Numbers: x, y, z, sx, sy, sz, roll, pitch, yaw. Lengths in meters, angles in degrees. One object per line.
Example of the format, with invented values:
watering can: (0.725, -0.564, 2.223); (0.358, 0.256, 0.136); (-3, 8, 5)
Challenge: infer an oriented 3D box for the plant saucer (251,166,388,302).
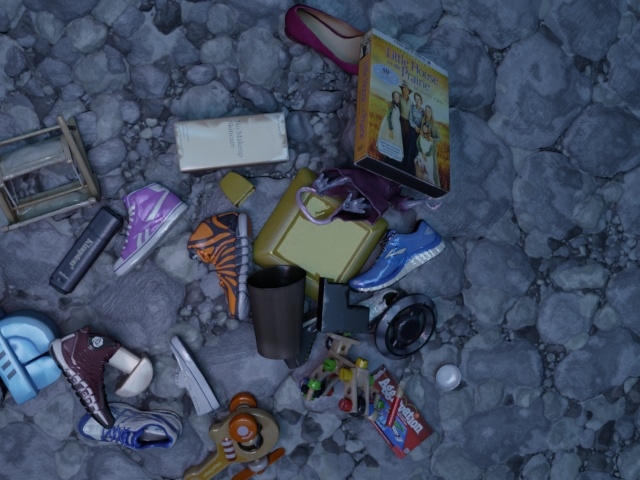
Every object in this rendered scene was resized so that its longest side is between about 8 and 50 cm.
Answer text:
plant saucer: (0.000, 0.000, 1.805); (0.333, 0.081, 0.333); (33, 88, -10)

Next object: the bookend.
bookend: (0.073, 0.190, 1.753); (0.156, 0.072, 0.157); (3, 90, -13)

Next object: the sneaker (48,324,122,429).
sneaker: (-0.586, 0.353, 1.604); (0.162, 0.106, 0.281); (-34, 102, -31)

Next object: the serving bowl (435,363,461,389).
serving bowl: (0.409, 0.438, 1.930); (0.083, 0.027, 0.083); (-1, 95, -8)

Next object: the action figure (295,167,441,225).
action figure: (0.161, -0.135, 1.742); (0.370, 0.276, 0.248); (-21, 81, -50)

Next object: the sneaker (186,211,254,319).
sneaker: (-0.288, 0.077, 1.730); (0.180, 0.124, 0.321); (-5, 70, 5)

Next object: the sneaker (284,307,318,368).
sneaker: (-0.034, 0.294, 1.829); (0.222, 0.083, 0.118); (-31, 103, 5)

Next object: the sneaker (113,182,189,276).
sneaker: (-0.528, -0.040, 1.715); (0.161, 0.102, 0.282); (39, 77, -6)

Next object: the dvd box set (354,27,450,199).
dvd box set: (0.238, -0.354, 1.677); (0.307, 0.062, 0.420); (20, 63, -30)

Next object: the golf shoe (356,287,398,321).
golf shoe: (0.166, 0.202, 1.824); (0.176, 0.086, 0.069); (-42, 104, -20)

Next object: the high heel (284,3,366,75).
high heel: (0.076, -0.568, 1.718); (0.377, 0.181, 0.127); (12, 92, -10)

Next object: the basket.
basket: (-0.119, 0.207, 1.693); (0.154, 0.204, 0.227); (7, 109, 25)

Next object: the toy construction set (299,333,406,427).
toy construction set: (0.109, 0.390, 1.779); (0.309, 0.257, 0.237); (23, 81, -10)

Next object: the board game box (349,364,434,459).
board game box: (0.228, 0.549, 1.911); (0.145, 0.027, 0.281); (-38, 99, -6)

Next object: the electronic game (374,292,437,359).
electronic game: (0.267, 0.267, 1.849); (0.229, 0.048, 0.229); (-12, 117, -24)

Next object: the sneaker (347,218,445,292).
sneaker: (0.213, 0.047, 1.832); (0.330, 0.130, 0.147); (-33, 91, -13)

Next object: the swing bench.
swing bench: (-0.764, -0.182, 1.631); (0.253, 0.165, 0.255); (-18, 103, -8)

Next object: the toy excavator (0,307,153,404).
toy excavator: (-0.751, 0.319, 1.662); (0.445, 0.222, 0.433); (-29, 100, -14)

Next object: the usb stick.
usb stick: (-0.673, 0.029, 1.717); (0.077, 0.045, 0.278); (36, 89, -11)

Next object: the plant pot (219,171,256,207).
plant pot: (-0.249, -0.156, 1.755); (0.083, 0.081, 0.081); (44, 87, 1)

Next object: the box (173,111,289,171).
box: (-0.253, -0.280, 1.720); (0.311, 0.121, 0.148); (-8, 95, -8)

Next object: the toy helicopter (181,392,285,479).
toy helicopter: (-0.267, 0.652, 1.811); (0.355, 0.140, 0.235); (-41, 109, 7)

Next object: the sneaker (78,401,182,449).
sneaker: (-0.555, 0.545, 1.736); (0.296, 0.131, 0.112); (2, 96, -8)

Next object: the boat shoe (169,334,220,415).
boat shoe: (-0.390, 0.405, 1.768); (0.084, 0.095, 0.258); (-29, 97, -10)
